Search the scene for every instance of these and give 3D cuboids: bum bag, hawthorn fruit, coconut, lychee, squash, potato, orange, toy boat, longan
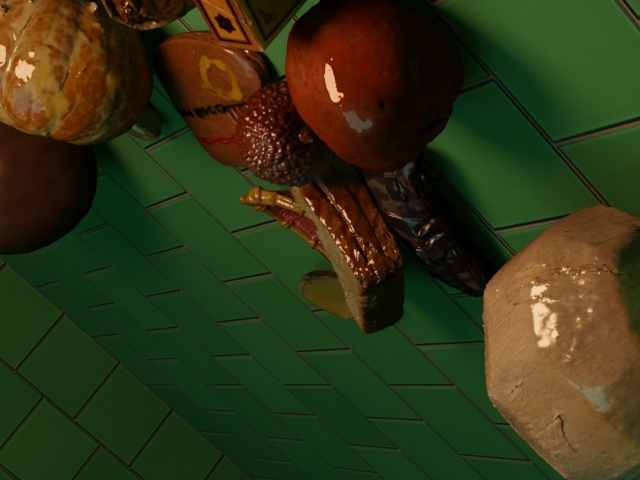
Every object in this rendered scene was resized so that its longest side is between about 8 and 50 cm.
[{"bbox_3d":[0.163,-0.026,1.724,0.144,0.095,0.340,9,146,47],"label":"bum bag"},{"bbox_3d":[0.047,-0.217,1.423,0.262,0.210,0.210,39,159,25],"label":"hawthorn fruit"},{"bbox_3d":[0.375,0.136,1.437,0.346,0.346,0.360,37,150,-1],"label":"coconut"},{"bbox_3d":[-0.046,-0.160,1.672,0.165,0.165,0.197,49,157,-25],"label":"lychee"},{"bbox_3d":[-0.392,-0.263,2.076,0.239,0.069,0.069,36,156,1],"label":"squash"},{"bbox_3d":[0.048,0.097,2.148,0.198,0.054,0.119,-3,131,48],"label":"potato"},{"bbox_3d":[-0.427,-0.292,1.810,0.329,0.249,0.329,20,-165,-6],"label":"orange"},{"bbox_3d":[0.005,-0.003,1.974,0.318,0.099,0.141,40,155,0],"label":"toy boat"},{"bbox_3d":[-0.649,-0.156,2.260,0.404,0.404,0.336,37,128,1],"label":"longan"}]

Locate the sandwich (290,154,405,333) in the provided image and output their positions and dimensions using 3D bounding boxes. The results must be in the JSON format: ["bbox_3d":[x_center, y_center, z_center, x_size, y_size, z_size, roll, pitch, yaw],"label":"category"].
[{"bbox_3d":[0.051,0.004,1.842,0.254,0.100,0.288,56,171,22],"label":"sandwich"}]

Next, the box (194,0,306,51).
[{"bbox_3d":[-0.098,-0.396,1.287,0.084,0.193,0.301,18,150,38],"label":"box"}]

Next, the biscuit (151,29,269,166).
[{"bbox_3d":[-0.156,-0.220,1.829,0.262,0.052,0.277,13,142,44],"label":"biscuit"}]

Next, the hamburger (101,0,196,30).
[{"bbox_3d":[-0.209,-0.384,1.473,0.130,0.206,0.183,56,171,40],"label":"hamburger"}]
